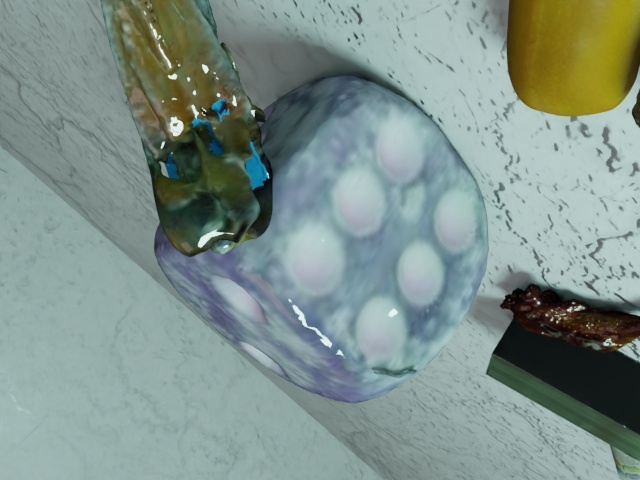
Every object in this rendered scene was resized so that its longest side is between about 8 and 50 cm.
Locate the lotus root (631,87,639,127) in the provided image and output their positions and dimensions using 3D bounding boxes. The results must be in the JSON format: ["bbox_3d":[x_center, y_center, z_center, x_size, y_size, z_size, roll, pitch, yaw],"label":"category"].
[{"bbox_3d":[0.315,-0.047,0.348,0.146,0.130,0.303,17,-165,-48],"label":"lotus root"}]

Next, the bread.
[{"bbox_3d":[0.162,-0.177,0.415,0.093,0.074,0.239,30,157,30],"label":"bread"}]

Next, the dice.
[{"bbox_3d":[0.000,0.000,0.748,0.270,0.270,0.271,47,156,-22],"label":"dice"}]

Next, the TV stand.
[{"bbox_3d":[0.354,0.191,0.835,0.269,0.088,0.082,29,155,21],"label":"TV stand"}]

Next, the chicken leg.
[{"bbox_3d":[0.305,0.094,0.770,0.219,0.048,0.089,12,150,47],"label":"chicken leg"}]

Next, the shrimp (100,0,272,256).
[{"bbox_3d":[-0.139,-0.203,0.551,0.221,0.110,0.445,106,144,-84],"label":"shrimp"}]

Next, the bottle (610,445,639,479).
[{"bbox_3d":[0.461,0.323,0.976,0.060,0.060,0.217,17,150,41],"label":"bottle"}]
